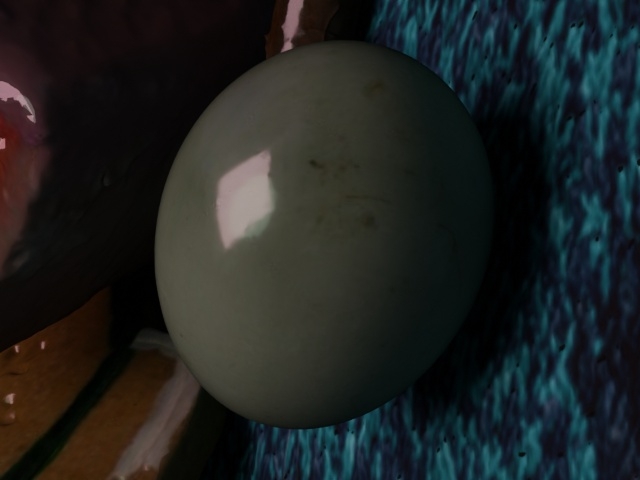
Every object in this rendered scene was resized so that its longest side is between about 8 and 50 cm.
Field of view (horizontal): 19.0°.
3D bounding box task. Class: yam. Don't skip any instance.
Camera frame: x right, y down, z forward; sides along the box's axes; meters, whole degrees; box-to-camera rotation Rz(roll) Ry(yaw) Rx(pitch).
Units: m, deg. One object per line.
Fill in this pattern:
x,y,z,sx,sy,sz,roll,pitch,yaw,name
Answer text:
-0.007,-0.097,1.029,0.057,0.057,0.241,-173,89,-66,yam

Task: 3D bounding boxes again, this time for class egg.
0.000,0.000,0.866,0.149,0.149,0.192,-111,37,-47,egg

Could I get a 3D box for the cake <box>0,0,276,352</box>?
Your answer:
-0.206,-0.108,1.130,0.309,0.230,0.237,43,132,19,cake

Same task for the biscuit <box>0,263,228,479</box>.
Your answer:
-0.194,0.100,1.197,0.344,0.057,0.287,11,52,45,biscuit
